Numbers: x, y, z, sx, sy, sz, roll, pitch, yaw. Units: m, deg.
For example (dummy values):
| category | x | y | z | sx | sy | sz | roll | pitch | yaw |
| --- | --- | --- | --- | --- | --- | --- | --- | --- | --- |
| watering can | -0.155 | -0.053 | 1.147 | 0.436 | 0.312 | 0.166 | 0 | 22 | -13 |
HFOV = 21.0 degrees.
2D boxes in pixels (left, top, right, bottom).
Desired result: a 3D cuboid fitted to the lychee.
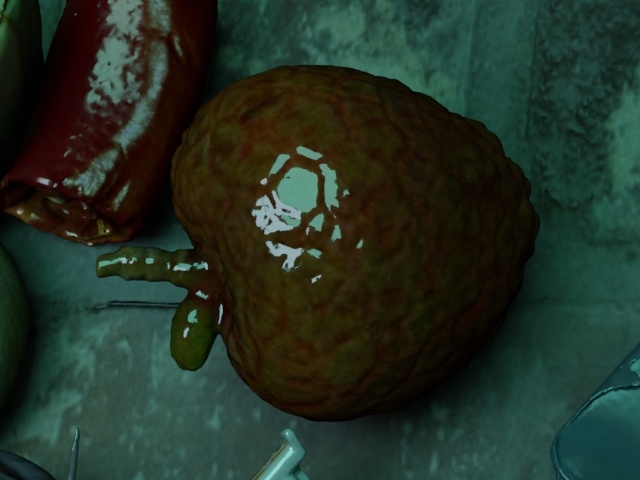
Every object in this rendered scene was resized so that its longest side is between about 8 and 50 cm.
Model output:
| category | x | y | z | sx | sy | sz | roll | pitch | yaw |
| --- | --- | --- | --- | --- | --- | --- | --- | --- | --- |
| lychee | 0.000 | 0.000 | 1.206 | 0.300 | 0.255 | 0.255 | -18 | 59 | -23 |

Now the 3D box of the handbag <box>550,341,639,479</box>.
| category | x | y | z | sx | sy | sz | roll | pitch | yaw |
| --- | --- | --- | --- | --- | --- | --- | --- | --- | --- |
| handbag | 0.285 | 0.161 | 1.162 | 0.229 | 0.062 | 0.179 | 38 | 77 | 26 |

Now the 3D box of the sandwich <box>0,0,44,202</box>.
| category | x | y | z | sx | sy | sz | roll | pitch | yaw |
| --- | --- | --- | --- | --- | --- | --- | --- | --- | --- |
| sandwich | -0.283 | -0.109 | 1.351 | 0.227 | 0.198 | 0.155 | 3 | 67 | 31 |

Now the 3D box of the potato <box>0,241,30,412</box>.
| category | x | y | z | sx | sy | sz | roll | pitch | yaw |
| --- | --- | --- | --- | --- | --- | --- | --- | --- | --- |
| potato | -0.316 | 0.077 | 1.303 | 0.178 | 0.160 | 0.235 | 28 | 54 | -15 |

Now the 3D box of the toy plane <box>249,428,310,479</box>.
| category | x | y | z | sx | sy | sz | roll | pitch | yaw |
| --- | --- | --- | --- | --- | --- | --- | --- | --- | --- |
| toy plane | -0.087 | 0.225 | 1.128 | 0.117 | 0.245 | 0.245 | 40 | 79 | -1 |

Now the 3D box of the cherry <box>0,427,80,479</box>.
| category | x | y | z | sx | sy | sz | roll | pitch | yaw |
| --- | --- | --- | --- | --- | --- | --- | --- | --- | --- |
| cherry | -0.257 | 0.251 | 1.190 | 0.266 | 0.183 | 0.213 | -23 | 52 | 21 |

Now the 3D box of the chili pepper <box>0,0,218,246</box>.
| category | x | y | z | sx | sy | sz | roll | pitch | yaw |
| --- | --- | --- | --- | --- | --- | --- | --- | --- | --- |
| chili pepper | -0.147 | -0.167 | 1.378 | 0.131 | 0.134 | 0.338 | 18 | 73 | -9 |
